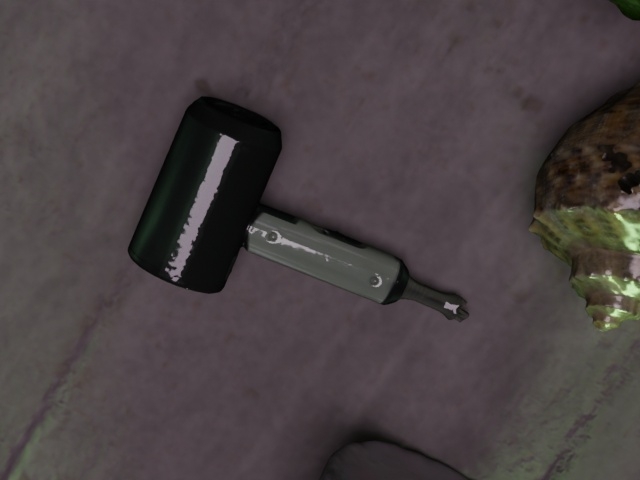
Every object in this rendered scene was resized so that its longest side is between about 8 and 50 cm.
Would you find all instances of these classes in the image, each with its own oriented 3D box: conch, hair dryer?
[{"bbox_3d":[0.204,-0.038,0.755,0.155,0.130,0.207,34,79,-41],"label":"conch"},{"bbox_3d":[0.000,0.000,0.784,0.198,0.057,0.100,23,104,-14],"label":"hair dryer"}]

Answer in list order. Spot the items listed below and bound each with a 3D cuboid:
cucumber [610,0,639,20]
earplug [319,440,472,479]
[{"bbox_3d":[0.131,-0.186,0.688,0.244,0.134,0.134,24,105,14],"label":"cucumber"},{"bbox_3d":[0.001,0.284,0.807,0.172,0.172,0.301,30,110,-7],"label":"earplug"}]
